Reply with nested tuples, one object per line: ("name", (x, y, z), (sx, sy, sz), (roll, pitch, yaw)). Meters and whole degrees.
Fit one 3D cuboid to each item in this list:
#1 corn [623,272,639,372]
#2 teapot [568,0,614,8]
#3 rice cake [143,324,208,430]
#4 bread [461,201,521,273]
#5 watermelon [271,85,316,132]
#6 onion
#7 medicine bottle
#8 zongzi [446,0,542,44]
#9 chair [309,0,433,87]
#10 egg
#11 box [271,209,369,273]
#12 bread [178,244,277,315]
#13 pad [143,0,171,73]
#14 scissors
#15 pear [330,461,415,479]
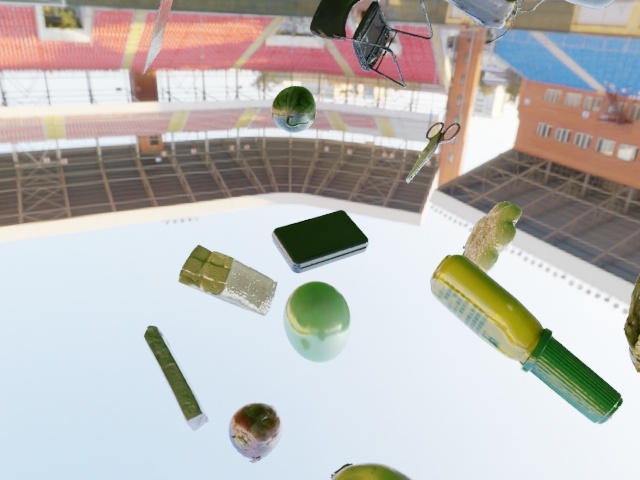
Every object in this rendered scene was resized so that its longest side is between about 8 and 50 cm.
("corn", (0.505, 0.057, 0.639), (0.123, 0.305, 0.122), (35, 172, -16))
("teapot", (0.617, -0.746, 1.221), (0.286, 0.305, 0.223), (9, -144, 4))
("rice cake", (-0.374, 0.353, 1.284), (0.050, 0.106, 0.298), (-30, -124, -18))
("bread", (0.398, -0.005, 1.182), (0.039, 0.181, 0.250), (34, -127, -1))
("watermelon", (-0.082, -0.390, 1.508), (0.141, 0.140, 0.187), (6, -145, 7))
("onion", (-0.181, 0.550, 1.490), (0.160, 0.159, 0.195), (13, -159, 21))
("medicine bottle", (0.292, 0.141, 0.740), (0.076, 0.111, 0.309), (-37, -118, -17))
("zongzi", (0.134, -0.308, 0.563), (0.184, 0.084, 0.187), (-26, -103, -32))
("chair", (0.108, -0.454, 1.094), (0.221, 0.140, 0.145), (25, 174, 26))
("egg", (-0.008, 0.262, 1.608), (0.221, 0.269, 0.220), (-13, -166, 3))
("box", (0.000, 0.000, 1.345), (0.231, 0.050, 0.160), (-17, -133, -23))
("bread", (-0.164, 0.077, 0.915), (0.105, 0.077, 0.152), (13, 163, 34))
("pad", (-0.319, -0.436, 1.001), (0.003, 0.158, 0.235), (16, -153, -18))
("scissors", (0.243, -0.199, 1.119), (0.085, 0.022, 0.176), (22, -108, 48))
("pear", (0.133, 0.660, 1.106), (0.310, 0.309, 0.309), (2, -155, -1))
